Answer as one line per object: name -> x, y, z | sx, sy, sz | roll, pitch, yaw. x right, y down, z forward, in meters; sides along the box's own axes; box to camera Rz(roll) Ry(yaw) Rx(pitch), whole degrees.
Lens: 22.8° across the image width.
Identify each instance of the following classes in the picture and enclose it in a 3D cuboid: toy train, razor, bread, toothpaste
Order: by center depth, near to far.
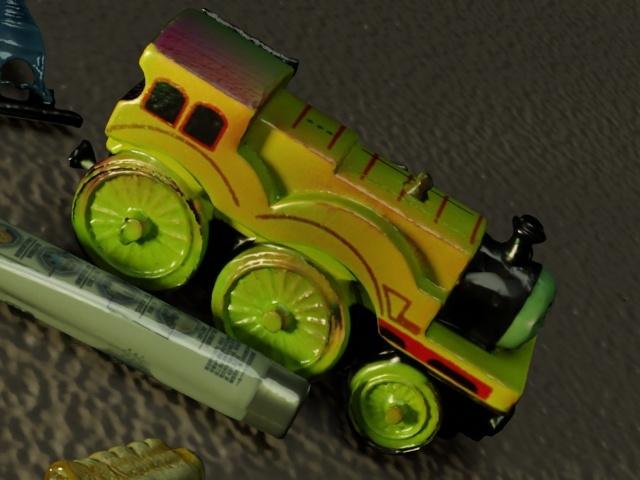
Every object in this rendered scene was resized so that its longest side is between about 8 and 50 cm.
bread -> -0.095, 0.123, 0.782 | 0.049, 0.034, 0.088 | 35, 28, 29
toothpaste -> -0.118, 0.039, 0.864 | 0.239, 0.039, 0.062 | 28, 31, -4
toy train -> 0.000, 0.000, 0.901 | 0.296, 0.160, 0.100 | 32, 28, 0
razor -> -0.213, -0.170, 1.044 | 0.082, 0.042, 0.253 | 8, 41, -29
